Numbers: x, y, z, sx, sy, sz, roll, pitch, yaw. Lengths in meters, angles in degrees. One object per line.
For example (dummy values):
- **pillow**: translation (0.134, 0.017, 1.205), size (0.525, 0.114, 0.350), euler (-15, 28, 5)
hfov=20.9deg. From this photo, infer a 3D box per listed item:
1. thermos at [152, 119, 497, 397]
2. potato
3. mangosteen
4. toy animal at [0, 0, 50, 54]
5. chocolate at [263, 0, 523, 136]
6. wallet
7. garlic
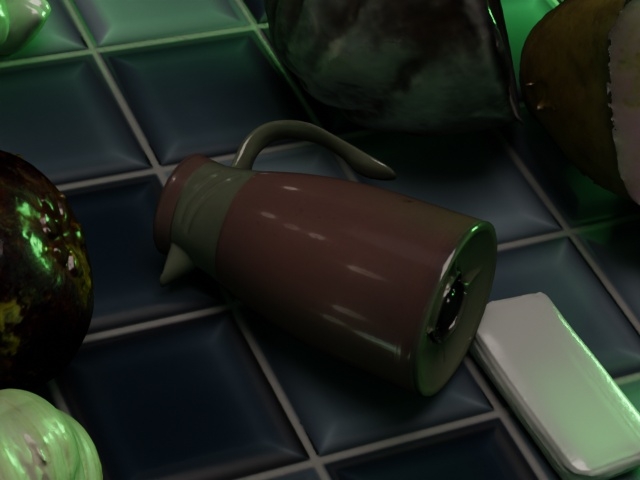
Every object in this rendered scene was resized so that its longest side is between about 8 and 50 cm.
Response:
- **thermos**: translation (0.000, 0.000, 1.394), size (0.265, 0.146, 0.176), euler (22, 69, 21)
- **potato**: translation (0.291, -0.150, 1.581), size (0.229, 0.229, 0.266), euler (0, 13, -14)
- **mangosteen**: translation (-0.278, 0.035, 1.282), size (0.217, 0.192, 0.192), euler (-22, 47, 8)
- **toy animal**: translation (-0.351, -0.252, 1.470), size (0.206, 0.265, 0.272), euler (24, 47, 12)
- **chocolate**: translation (0.055, -0.228, 1.563), size (0.213, 0.303, 0.303), euler (-12, 45, 8)
- **wallet**: translation (0.190, 0.117, 1.404), size (0.095, 0.033, 0.190), euler (-16, 52, -29)
- **garlic**: translation (-0.220, 0.221, 1.122), size (0.199, 0.199, 0.226), euler (-19, 81, -29)
